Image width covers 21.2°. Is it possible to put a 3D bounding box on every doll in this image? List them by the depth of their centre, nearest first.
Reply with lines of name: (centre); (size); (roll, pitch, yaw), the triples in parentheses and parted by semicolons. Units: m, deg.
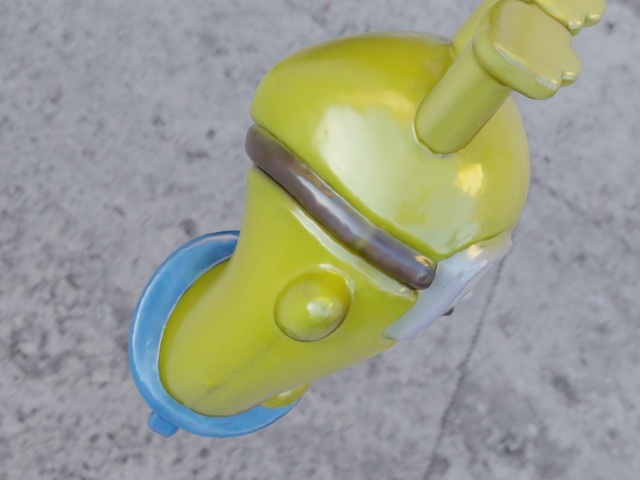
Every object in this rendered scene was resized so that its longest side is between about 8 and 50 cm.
doll: (0.000, 0.000, 0.852); (0.145, 0.363, 0.199); (38, 40, -5)
